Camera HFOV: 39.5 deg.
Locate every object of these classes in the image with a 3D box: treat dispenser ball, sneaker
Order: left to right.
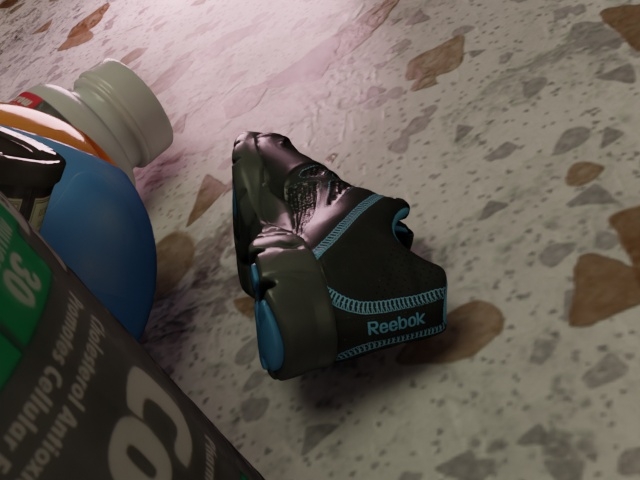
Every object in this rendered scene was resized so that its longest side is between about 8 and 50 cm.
[{"bbox_3d":[-0.287,0.023,0.774,0.288,0.288,0.288,-23,34,17],"label":"treat dispenser ball"},{"bbox_3d":[0.000,0.000,0.747,0.140,0.125,0.341,-7,29,-9],"label":"sneaker"}]

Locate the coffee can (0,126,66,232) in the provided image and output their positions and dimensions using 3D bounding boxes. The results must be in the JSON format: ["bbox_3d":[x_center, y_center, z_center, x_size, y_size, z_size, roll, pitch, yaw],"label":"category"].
[{"bbox_3d":[-0.291,0.052,0.529,0.201,0.202,0.275,27,99,54],"label":"coffee can"}]

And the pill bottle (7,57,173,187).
[{"bbox_3d":[-0.327,-0.066,1.019,0.318,0.176,0.176,-43,34,-23],"label":"pill bottle"}]

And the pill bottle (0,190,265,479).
[{"bbox_3d":[-0.133,0.146,0.413,0.204,0.361,0.204,-23,35,17],"label":"pill bottle"}]
